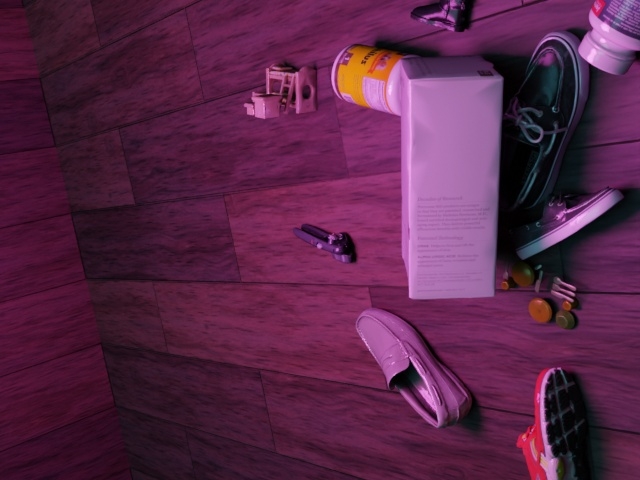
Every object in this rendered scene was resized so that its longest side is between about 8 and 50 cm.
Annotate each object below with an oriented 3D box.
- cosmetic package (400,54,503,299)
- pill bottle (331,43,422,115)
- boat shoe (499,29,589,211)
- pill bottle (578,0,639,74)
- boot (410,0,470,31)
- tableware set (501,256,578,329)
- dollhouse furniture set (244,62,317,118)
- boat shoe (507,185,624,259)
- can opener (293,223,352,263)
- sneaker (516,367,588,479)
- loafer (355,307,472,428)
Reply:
[{"bbox_3d":[0.219,-0.113,1.335,0.217,0.156,0.385,-86,-8,-70],"label":"cosmetic package"},{"bbox_3d":[0.131,-0.307,1.486,0.215,0.117,0.117,24,120,41],"label":"pill bottle"},{"bbox_3d":[0.351,-0.191,1.284,0.113,0.105,0.306,36,128,35],"label":"boat shoe"},{"bbox_3d":[0.454,-0.337,1.114,0.108,0.108,0.180,47,133,28],"label":"pill bottle"},{"bbox_3d":[0.222,-0.437,1.393,0.121,0.045,0.099,27,124,32],"label":"boot"},{"bbox_3d":[0.396,0.096,1.399,0.154,0.024,0.104,26,125,40],"label":"tableware set"},{"bbox_3d":[-0.127,-0.343,1.733,0.182,0.161,0.101,18,116,43],"label":"dollhouse furniture set"},{"bbox_3d":[0.402,-0.044,1.301,0.076,0.080,0.228,57,146,6],"label":"boat shoe"},{"bbox_3d":[0.000,0.000,1.786,0.186,0.059,0.073,25,121,41],"label":"can opener"},{"bbox_3d":[0.410,0.364,1.416,0.118,0.107,0.279,10,108,57],"label":"sneaker"},{"bbox_3d":[0.179,0.264,1.632,0.319,0.111,0.112,42,131,31],"label":"loafer"}]
